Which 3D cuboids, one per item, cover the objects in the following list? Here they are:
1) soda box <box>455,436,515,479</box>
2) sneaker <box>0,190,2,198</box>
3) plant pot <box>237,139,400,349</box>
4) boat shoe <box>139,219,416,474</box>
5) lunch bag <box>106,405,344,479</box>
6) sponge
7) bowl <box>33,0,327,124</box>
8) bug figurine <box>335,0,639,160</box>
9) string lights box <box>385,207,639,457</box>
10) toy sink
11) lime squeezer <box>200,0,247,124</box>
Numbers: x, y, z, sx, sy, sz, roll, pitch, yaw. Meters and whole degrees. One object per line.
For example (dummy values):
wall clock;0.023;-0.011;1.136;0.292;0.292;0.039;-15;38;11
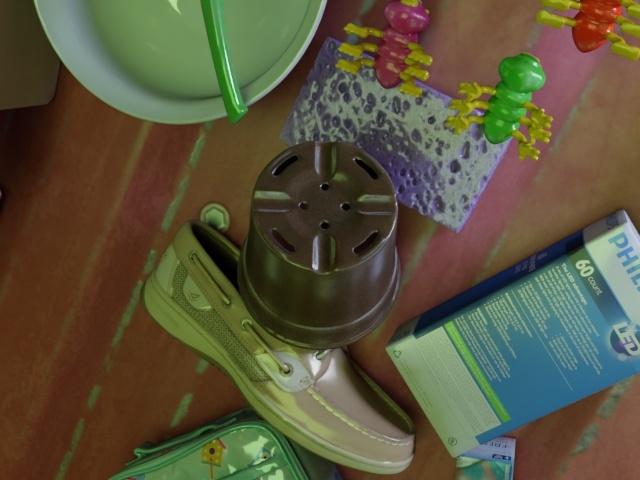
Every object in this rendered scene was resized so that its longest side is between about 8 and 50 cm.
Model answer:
soda box;0.169;0.299;0.889;0.058;0.063;0.183;4;103;15
sneaker;-0.428;-0.066;0.995;0.118;0.042;0.067;34;113;-1
plant pot;0.000;0.000;0.784;0.167;0.165;0.167;0;68;-1
boat shoe;-0.033;0.109;0.876;0.341;0.121;0.110;35;110;8
lunch bag;-0.110;0.312;0.949;0.279;0.108;0.224;-28;93;20
sponge;0.074;-0.106;0.846;0.210;0.031;0.117;29;107;10
bowl;-0.116;-0.264;0.813;0.298;0.134;0.298;4;104;16
bug figurine;0.137;-0.202;0.742;0.279;0.072;0.216;27;123;10
string lights box;0.211;0.093;0.825;0.260;0.077;0.133;-30;93;20
toy sink;-0.354;-0.267;0.873;0.131;0.153;0.234;18;107;12
lime squeezer;-0.141;-0.255;0.733;0.310;0.059;0.110;49;141;1
